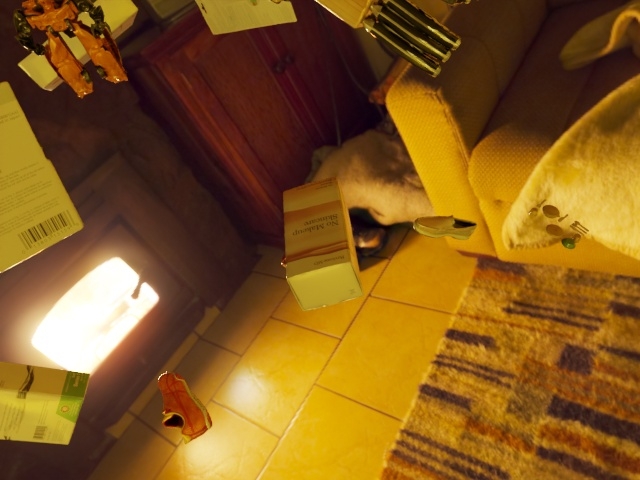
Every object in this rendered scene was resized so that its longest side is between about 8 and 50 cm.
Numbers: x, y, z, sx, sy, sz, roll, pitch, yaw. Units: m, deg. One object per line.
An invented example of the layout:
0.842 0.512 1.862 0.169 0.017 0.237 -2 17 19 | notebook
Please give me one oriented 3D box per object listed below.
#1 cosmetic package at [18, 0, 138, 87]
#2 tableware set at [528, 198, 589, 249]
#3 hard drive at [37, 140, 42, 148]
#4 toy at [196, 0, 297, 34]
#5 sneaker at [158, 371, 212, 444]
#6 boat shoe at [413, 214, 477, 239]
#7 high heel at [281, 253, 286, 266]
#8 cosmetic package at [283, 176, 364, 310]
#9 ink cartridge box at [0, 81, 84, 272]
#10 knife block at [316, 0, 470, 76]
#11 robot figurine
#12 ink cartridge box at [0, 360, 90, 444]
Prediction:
-0.768 -0.639 1.512 0.377 0.097 0.284 -44 26 -8 | cosmetic package
0.645 -0.042 1.291 0.104 0.024 0.154 -33 62 -25 | tableware set
-0.593 -0.149 0.860 0.135 0.022 0.094 -20 -6 -45 | hard drive
-0.176 -0.564 1.087 0.238 0.136 0.056 6 57 26 | toy
-0.258 0.290 0.837 0.068 0.064 0.175 -25 28 -31 | sneaker
0.367 -0.050 1.375 0.190 0.072 0.068 3 57 -17 | boat shoe
-0.022 0.021 1.609 0.244 0.082 0.117 -24 0 13 | high heel
0.000 0.000 1.120 0.153 0.129 0.296 -16 45 7 | cosmetic package
-0.498 -0.052 0.621 0.060 0.238 0.275 21 45 36 | ink cartridge box
0.038 -0.301 0.548 0.276 0.241 0.088 -2 25 29 | knife block
-0.624 -0.501 1.191 0.211 0.291 0.085 -24 65 -7 | robot figurine
-0.678 0.378 1.093 0.160 0.220 0.092 -63 26 20 | ink cartridge box
